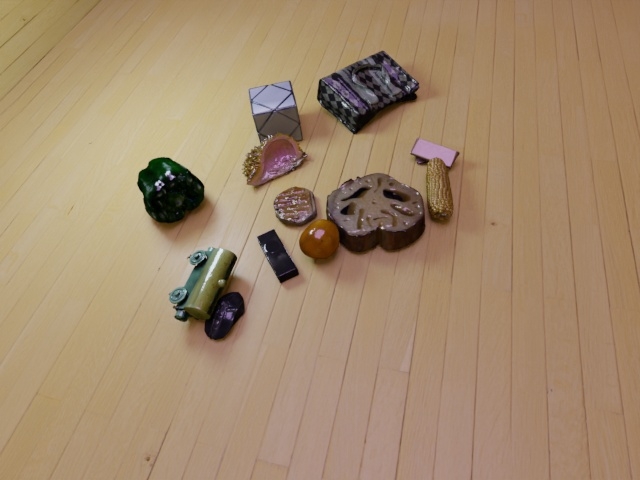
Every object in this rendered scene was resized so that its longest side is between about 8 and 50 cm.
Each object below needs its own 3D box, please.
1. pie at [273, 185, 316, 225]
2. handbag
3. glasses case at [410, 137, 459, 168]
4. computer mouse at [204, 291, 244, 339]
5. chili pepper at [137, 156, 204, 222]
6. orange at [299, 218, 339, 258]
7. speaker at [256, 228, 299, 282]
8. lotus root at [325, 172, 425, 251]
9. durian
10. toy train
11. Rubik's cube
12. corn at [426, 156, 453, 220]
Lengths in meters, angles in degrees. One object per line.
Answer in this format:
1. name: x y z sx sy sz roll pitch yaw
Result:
1. pie: -0.107 -0.141 1.853 0.195 0.046 0.195 -3 53 4
2. handbag: 0.238 -0.717 2.162 0.416 0.180 0.317 -33 65 -22
3. glasses case: 0.480 -0.353 1.923 0.193 0.070 0.102 25 89 21
4. computer mouse: -0.336 0.255 1.584 0.105 0.062 0.192 16 56 19
5. chili pepper: -0.629 -0.220 1.875 0.248 0.233 0.256 -36 51 -22
6. orange: 0.000 0.000 1.673 0.136 0.159 0.159 48 65 -12
7. speaker: -0.164 0.055 1.717 0.082 0.044 0.218 -25 54 -10
8. lotus root: 0.213 -0.121 1.759 0.390 0.111 0.375 4 53 14
9. durian: -0.243 -0.374 2.016 0.305 0.185 0.195 -37 34 -9
10. toy train: -0.406 0.157 1.621 0.189 0.126 0.307 5 53 19
11. Rubik's cube: -0.206 -0.582 2.090 0.207 0.205 0.205 -11 54 -1
12. corn: 0.464 -0.195 1.781 0.101 0.101 0.310 -2 51 6
